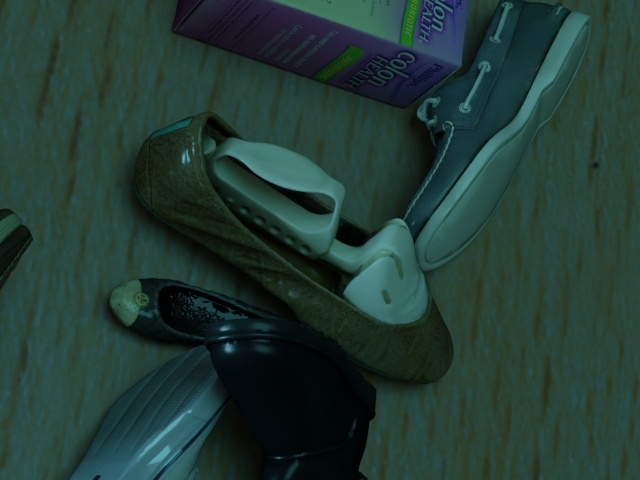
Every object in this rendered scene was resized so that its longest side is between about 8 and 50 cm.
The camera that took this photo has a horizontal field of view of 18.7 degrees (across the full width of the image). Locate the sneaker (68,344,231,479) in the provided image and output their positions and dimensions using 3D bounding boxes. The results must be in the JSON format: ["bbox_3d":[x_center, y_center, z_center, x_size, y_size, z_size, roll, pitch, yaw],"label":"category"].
[{"bbox_3d":[-0.140,0.193,1.582,0.258,0.094,0.091,-51,127,-32],"label":"sneaker"}]

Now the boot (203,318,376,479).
[{"bbox_3d":[-0.022,0.190,1.571,0.246,0.094,0.207,44,45,-58],"label":"boot"}]

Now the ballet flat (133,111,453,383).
[{"bbox_3d":[0.000,0.000,1.676,0.342,0.124,0.116,37,45,-10],"label":"ballet flat"}]

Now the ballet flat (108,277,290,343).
[{"bbox_3d":[-0.096,0.062,1.656,0.173,0.049,0.057,13,67,-22],"label":"ballet flat"}]

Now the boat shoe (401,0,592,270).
[{"bbox_3d":[0.143,-0.106,1.814,0.099,0.116,0.319,26,63,17],"label":"boat shoe"}]

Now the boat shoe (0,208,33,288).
[{"bbox_3d":[-0.301,0.094,1.527,0.095,0.095,0.257,42,72,-11],"label":"boat shoe"}]

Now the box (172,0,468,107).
[{"bbox_3d":[0.010,-0.268,1.780,0.243,0.117,0.213,16,67,-20],"label":"box"}]
